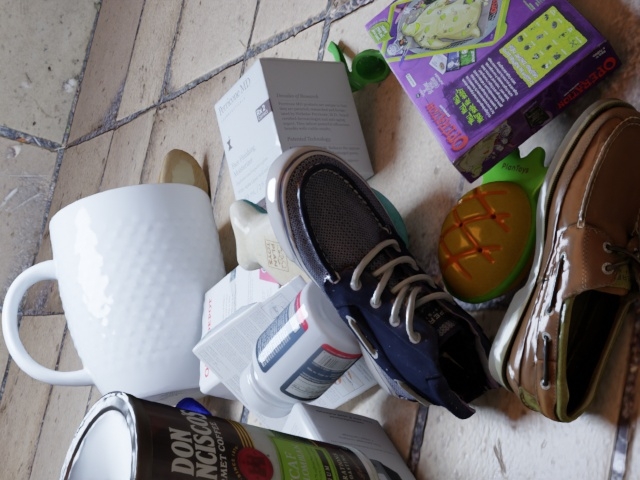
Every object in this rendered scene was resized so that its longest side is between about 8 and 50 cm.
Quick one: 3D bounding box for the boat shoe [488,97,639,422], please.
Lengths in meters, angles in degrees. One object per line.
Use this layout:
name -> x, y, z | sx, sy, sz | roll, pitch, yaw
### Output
boat shoe -> 0.262, 0.024, 1.014 | 0.104, 0.111, 0.307 | 38, 119, 57

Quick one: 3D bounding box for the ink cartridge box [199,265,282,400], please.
ink cartridge box -> -0.081, 0.119, 1.589 | 0.237, 0.100, 0.172 | -39, 43, 46

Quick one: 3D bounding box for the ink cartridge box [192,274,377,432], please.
ink cartridge box -> -0.036, 0.150, 1.419 | 0.224, 0.181, 0.056 | -37, 10, 33

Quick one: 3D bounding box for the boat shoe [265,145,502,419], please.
boat shoe -> 0.078, 0.045, 1.144 | 0.127, 0.340, 0.158 | -44, 27, -19

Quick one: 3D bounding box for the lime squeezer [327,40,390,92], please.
lime squeezer -> 0.074, -0.270, 1.593 | 0.110, 0.059, 0.310 | -49, 19, -20

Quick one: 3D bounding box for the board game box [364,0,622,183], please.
board game box -> 0.187, -0.233, 1.265 | 0.208, 0.056, 0.347 | -35, 38, 11

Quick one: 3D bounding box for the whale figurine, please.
whale figurine -> 0.000, 0.000, 1.413 | 0.272, 0.141, 0.216 | 8, 115, 44

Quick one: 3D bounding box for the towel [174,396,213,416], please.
towel -> -0.164, 0.393, 1.632 | 0.308, 0.076, 0.227 | 25, 104, 62

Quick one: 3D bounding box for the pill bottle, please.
pill bottle -> -0.020, 0.136, 1.307 | 0.180, 0.108, 0.108 | -48, 36, 35

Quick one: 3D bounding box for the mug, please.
mug -> -0.332, 0.114, 1.769 | 0.276, 0.374, 0.328 | 121, 137, -69

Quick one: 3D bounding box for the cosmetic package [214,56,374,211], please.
cosmetic package -> -0.041, -0.148, 1.559 | 0.151, 0.151, 0.184 | -35, 64, 51

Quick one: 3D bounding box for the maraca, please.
maraca -> 0.191, -0.018, 1.164 | 0.127, 0.099, 0.186 | 17, 82, 52

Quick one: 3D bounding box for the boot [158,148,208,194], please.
boot -> -0.303, -0.011, 2.076 | 0.211, 0.104, 0.295 | -45, 42, 42

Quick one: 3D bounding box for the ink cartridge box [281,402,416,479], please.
ink cartridge box -> 0.026, 0.365, 1.218 | 0.226, 0.131, 0.306 | -64, 30, 16

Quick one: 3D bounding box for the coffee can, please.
coffee can -> -0.103, 0.278, 1.068 | 0.201, 0.275, 0.201 | -36, 44, 46
